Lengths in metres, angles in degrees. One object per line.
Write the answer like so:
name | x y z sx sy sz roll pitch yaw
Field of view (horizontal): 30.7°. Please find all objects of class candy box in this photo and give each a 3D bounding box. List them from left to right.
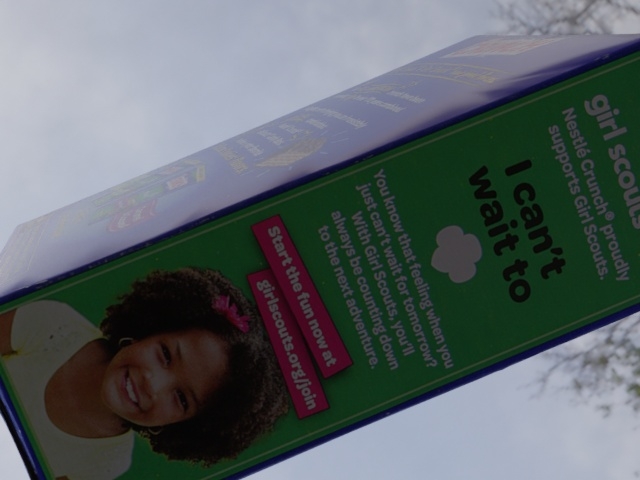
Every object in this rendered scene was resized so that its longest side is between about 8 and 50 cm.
candy box | 0.000 0.000 0.605 0.268 0.317 0.122 -136 22 -77
